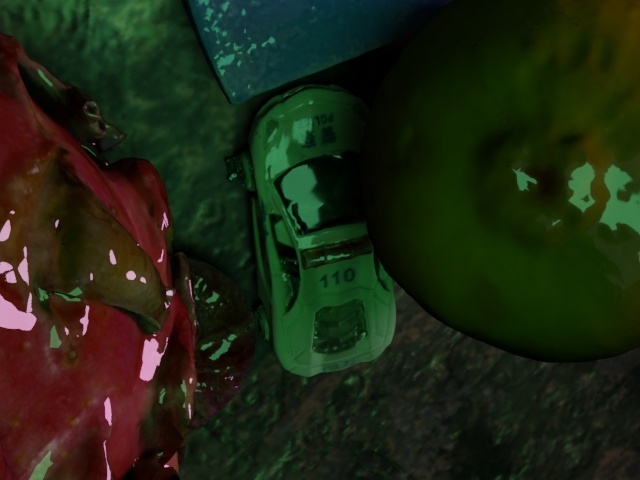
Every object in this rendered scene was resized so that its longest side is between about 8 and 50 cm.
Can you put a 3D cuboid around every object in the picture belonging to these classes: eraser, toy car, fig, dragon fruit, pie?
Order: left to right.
[{"bbox_3d":[-0.177,0.052,0.544,0.250,0.269,0.291,-34,117,29],"label":"dragon fruit"},{"bbox_3d":[-0.113,0.067,0.717,0.154,0.036,0.154,-9,118,-18],"label":"pie"},{"bbox_3d":[0.000,0.000,0.713,0.093,0.058,0.186,-12,120,-13],"label":"toy car"},{"bbox_3d":[0.067,-0.193,0.648,0.312,0.042,0.144,-23,123,-8],"label":"eraser"},{"bbox_3d":[0.123,-0.032,0.657,0.207,0.230,0.207,0,81,-1],"label":"fig"}]
